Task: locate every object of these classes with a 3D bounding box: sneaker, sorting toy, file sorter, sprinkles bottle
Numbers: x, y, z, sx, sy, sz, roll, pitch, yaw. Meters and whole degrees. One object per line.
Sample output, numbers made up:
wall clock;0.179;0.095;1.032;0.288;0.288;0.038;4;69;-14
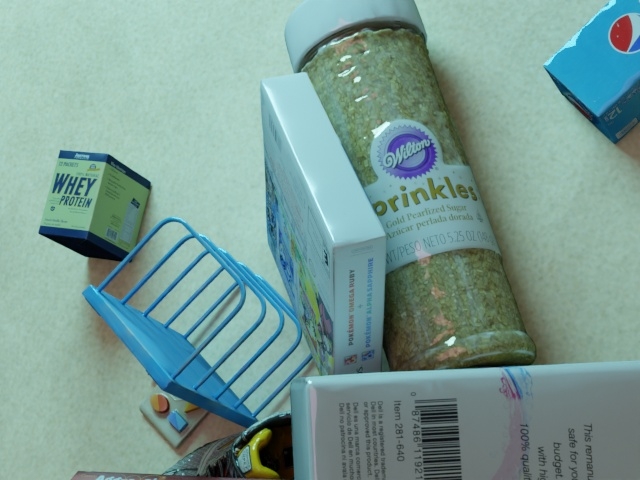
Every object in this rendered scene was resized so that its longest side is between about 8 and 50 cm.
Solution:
sneaker;-0.058;0.187;1.072;0.225;0.093;0.088;-27;65;15
sorting toy;-0.139;0.140;1.168;0.083;0.012;0.062;41;94;28
file sorter;-0.092;0.070;1.082;0.104;0.170;0.118;-45;62;1
sprinkles bottle;0.070;-0.045;1.070;0.121;0.121;0.355;-23;67;16

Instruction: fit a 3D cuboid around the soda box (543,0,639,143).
soda box;0.287;-0.183;1.044;0.210;0.067;0.071;-44;62;6

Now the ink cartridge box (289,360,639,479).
ink cartridge box;0.125;0.189;0.896;0.278;0.117;0.201;-2;84;-7

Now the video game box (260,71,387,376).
video game box;0.000;0.000;1.026;0.048;0.187;0.205;-11;46;-13

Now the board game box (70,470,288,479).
board game box;-0.064;0.256;1.041;0.281;0.027;0.145;-2;118;23

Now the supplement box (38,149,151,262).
supplement box;-0.212;-0.032;1.213;0.056;0.083;0.083;6;76;24
